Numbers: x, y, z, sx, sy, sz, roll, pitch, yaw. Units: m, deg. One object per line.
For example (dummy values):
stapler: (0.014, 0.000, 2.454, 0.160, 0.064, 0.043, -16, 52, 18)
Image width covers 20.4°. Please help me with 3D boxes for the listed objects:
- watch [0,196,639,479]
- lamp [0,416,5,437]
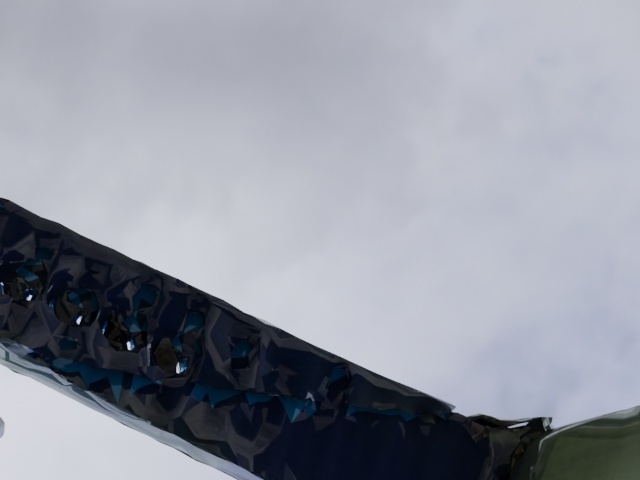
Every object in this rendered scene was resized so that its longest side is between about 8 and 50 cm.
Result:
watch: (-0.006, 0.006, 0.380, 0.276, 0.274, 0.068, -15, -136, 35)
lamp: (-0.145, -0.025, 0.657, 0.056, 0.198, 0.050, -1, 176, 2)
